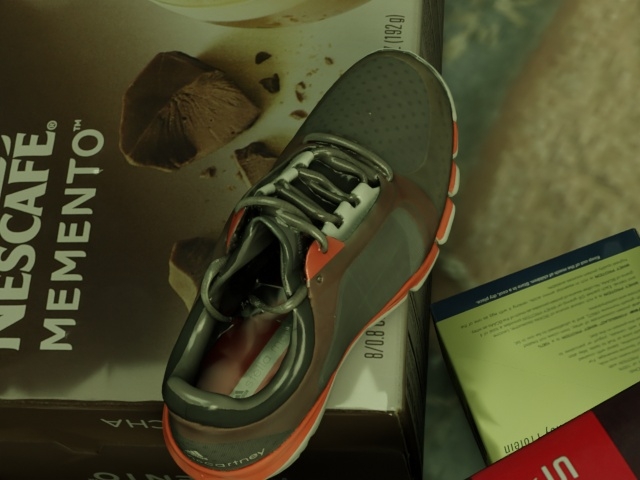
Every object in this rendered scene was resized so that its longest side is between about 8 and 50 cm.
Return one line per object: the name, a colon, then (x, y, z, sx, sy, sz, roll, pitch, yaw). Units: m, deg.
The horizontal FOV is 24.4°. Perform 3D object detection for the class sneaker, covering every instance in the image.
sneaker: (0.000, 0.000, 0.457, 0.061, 0.065, 0.157, 19, 69, 15)

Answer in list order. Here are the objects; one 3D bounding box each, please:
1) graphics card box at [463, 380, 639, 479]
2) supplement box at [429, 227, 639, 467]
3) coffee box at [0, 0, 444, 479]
graphics card box: (0.050, 0.198, 0.411, 0.371, 0.094, 0.232, -29, 59, 1)
supplement box: (0.095, 0.055, 0.549, 0.083, 0.056, 0.083, -21, 62, 1)
coffee box: (-0.038, -0.052, 0.591, 0.168, 0.119, 0.297, 1, 65, 8)
